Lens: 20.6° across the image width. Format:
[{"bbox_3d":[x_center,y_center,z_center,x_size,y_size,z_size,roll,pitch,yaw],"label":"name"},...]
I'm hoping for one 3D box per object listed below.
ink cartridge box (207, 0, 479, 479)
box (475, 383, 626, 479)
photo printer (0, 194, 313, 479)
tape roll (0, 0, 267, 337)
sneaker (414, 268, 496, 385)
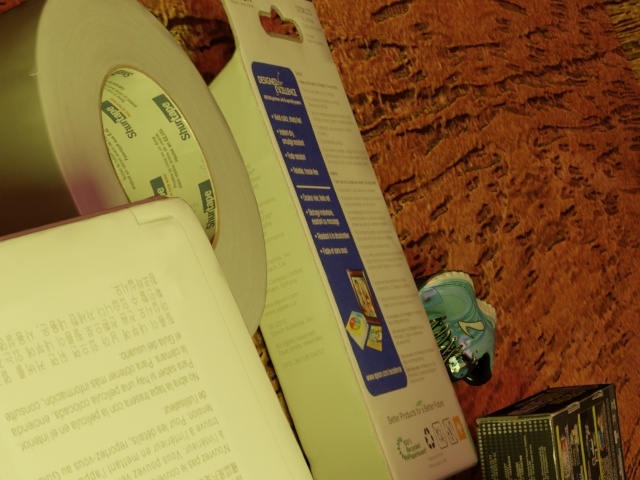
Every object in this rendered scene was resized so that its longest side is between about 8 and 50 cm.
[{"bbox_3d":[0.000,0.000,1.215,0.176,0.069,0.370,-3,74,-68],"label":"ink cartridge box"},{"bbox_3d":[0.190,0.253,1.340,0.216,0.060,0.270,-6,89,-68],"label":"box"},{"bbox_3d":[-0.094,0.148,0.725,0.256,0.107,0.307,-20,85,-56],"label":"photo printer"},{"bbox_3d":[-0.115,-0.029,0.958,0.219,0.072,0.219,49,28,-38],"label":"tape roll"},{"bbox_3d":[0.105,0.073,1.400,0.162,0.063,0.073,33,43,-55],"label":"sneaker"}]
